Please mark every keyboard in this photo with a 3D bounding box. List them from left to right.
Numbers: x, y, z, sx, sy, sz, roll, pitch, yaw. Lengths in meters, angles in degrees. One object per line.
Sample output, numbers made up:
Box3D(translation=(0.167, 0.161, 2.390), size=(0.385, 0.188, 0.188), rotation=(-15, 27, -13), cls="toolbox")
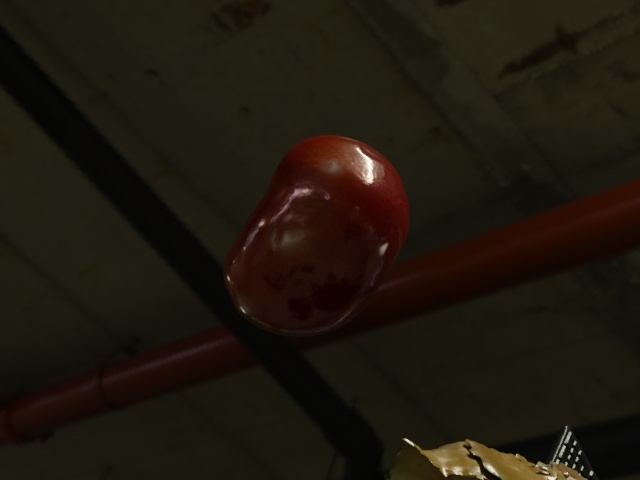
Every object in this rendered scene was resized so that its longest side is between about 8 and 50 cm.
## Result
Box3D(translation=(0.321, 0.368, 1.282), size=(0.041, 0.103, 0.381), rotation=(-13, -68, 34), cls="keyboard")

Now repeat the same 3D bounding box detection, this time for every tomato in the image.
Box3D(translation=(0.000, 0.000, 1.142), size=(0.136, 0.195, 0.195), rotation=(30, -40, 0), cls="tomato")

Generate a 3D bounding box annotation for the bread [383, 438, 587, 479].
Box3D(translation=(0.184, 0.335, 1.020), size=(0.279, 0.248, 0.315), rotation=(43, 14, 36), cls="bread")
